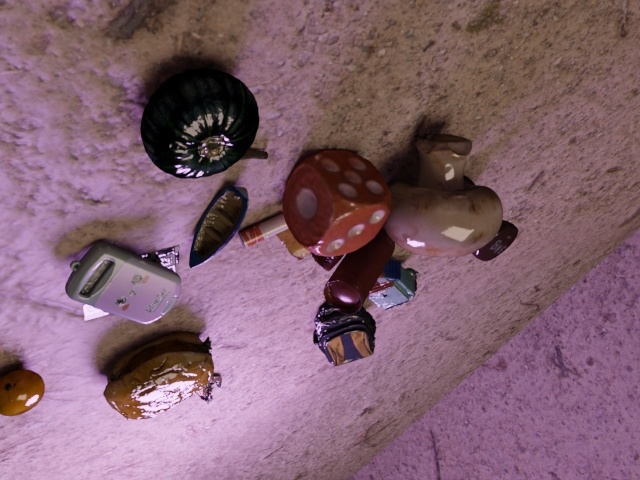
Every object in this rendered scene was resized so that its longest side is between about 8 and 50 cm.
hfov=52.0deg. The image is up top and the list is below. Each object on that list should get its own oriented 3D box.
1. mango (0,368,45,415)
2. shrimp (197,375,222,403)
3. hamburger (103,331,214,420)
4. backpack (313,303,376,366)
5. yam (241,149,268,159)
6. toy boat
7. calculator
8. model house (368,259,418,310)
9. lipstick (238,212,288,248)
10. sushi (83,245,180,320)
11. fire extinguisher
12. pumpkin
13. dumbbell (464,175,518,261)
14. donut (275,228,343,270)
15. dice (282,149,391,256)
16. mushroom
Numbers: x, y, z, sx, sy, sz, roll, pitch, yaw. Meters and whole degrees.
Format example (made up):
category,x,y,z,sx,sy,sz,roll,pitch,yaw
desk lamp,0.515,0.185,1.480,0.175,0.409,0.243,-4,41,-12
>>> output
category,x,y,z,sx,sy,sz,roll,pitch,yaw
mango,-0.688,0.351,1.485,0.111,0.089,0.163,0,146,-45
shrimp,-0.339,0.461,2.027,0.091,0.034,0.161,-25,149,-13
hamburger,-0.416,0.341,1.683,0.309,0.132,0.211,-25,152,-9
backpack,0.071,0.275,2.053,0.206,0.133,0.258,-22,144,-1
yam,-0.192,-0.164,1.239,0.234,0.029,0.027,-2,110,-42
toy boat,-0.218,-0.025,1.391,0.229,0.080,0.046,-53,179,32
calculator,-0.403,0.090,1.349,0.246,0.045,0.141,31,104,-41
model house,0.193,0.116,1.960,0.148,0.119,0.149,-22,132,31
lipstick,-0.122,-0.026,1.500,0.131,0.038,0.038,-25,150,-12
sushi,-0.404,0.114,1.434,0.215,0.050,0.192,-15,146,-26
fire extinguisher,0.119,0.061,1.700,0.337,0.106,0.147,-52,156,-46
pumpkin,-0.197,-0.189,1.087,0.202,0.140,0.202,-25,147,-17
dumbbell,0.408,-0.061,1.753,0.124,0.225,0.140,-47,147,19
donut,-0.002,-0.001,1.603,0.141,0.085,0.217,-44,148,19
dice,0.035,-0.081,1.432,0.179,0.175,0.174,-9,143,-41
mushroom,0.291,-0.108,1.570,0.297,0.297,0.290,-7,107,-37
